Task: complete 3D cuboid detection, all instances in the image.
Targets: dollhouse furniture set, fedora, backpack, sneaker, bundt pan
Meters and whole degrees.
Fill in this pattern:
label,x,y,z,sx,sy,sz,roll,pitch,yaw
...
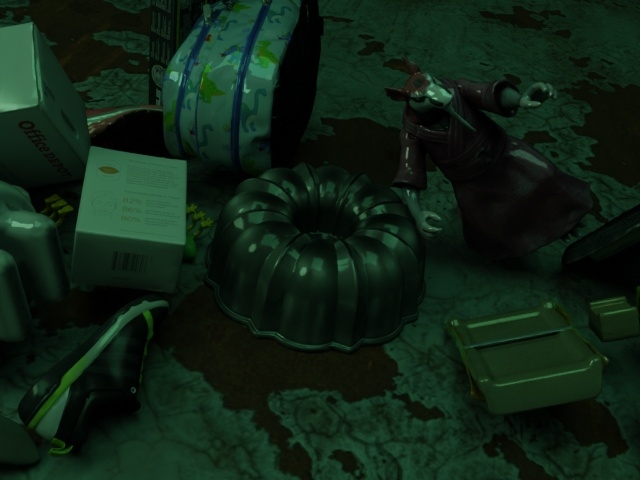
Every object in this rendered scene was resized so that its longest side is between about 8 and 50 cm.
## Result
label,x,y,z,sx,sy,sz,roll,pitch,yaw
dollhouse furniture set,0.330,0.178,0.958,0.302,0.151,0.197,-10,18,2
fedora,0.533,0.002,1.115,0.334,0.334,0.152,-24,79,-36
backpack,-0.115,-0.248,1.218,0.273,0.290,0.355,3,40,-11
sneaker,-0.370,-0.181,1.218,0.314,0.116,0.136,-14,42,-28
sneaker,-0.240,0.158,0.866,0.097,0.084,0.234,42,44,1
bundt pan,0.000,0.000,1.063,0.331,0.124,0.331,6,38,-4

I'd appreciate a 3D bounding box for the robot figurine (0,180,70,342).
label,x,y,z,sx,sy,sz,roll,pitch,yaw
robot figurine,-0.469,0.011,0.861,0.353,0.199,0.300,11,33,15

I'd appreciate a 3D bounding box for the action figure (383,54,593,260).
label,x,y,z,sx,sy,sz,roll,pitch,yaw
action figure,0.225,-0.138,1.068,0.370,0.248,0.275,43,22,-28

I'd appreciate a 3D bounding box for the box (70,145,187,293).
label,x,y,z,sx,sy,sz,roll,pitch,yaw
box,-0.242,-0.028,0.962,0.130,0.091,0.170,8,40,-15

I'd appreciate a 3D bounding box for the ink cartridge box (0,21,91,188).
label,x,y,z,sx,sy,sz,roll,pitch,yaw
ink cartridge box,-0.485,-0.152,0.987,0.307,0.223,0.129,-10,73,-3

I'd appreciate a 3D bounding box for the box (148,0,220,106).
label,x,y,z,sx,sy,sz,roll,pitch,yaw
box,-0.213,-0.371,1.368,0.060,0.270,0.216,32,43,24

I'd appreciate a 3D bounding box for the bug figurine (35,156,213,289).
label,x,y,z,sx,sy,sz,roll,pitch,yaw
bug figurine,-0.296,-0.023,1.067,0.216,0.072,0.279,39,41,23

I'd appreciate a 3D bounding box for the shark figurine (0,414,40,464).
label,x,y,z,sx,sy,sz,roll,pitch,yaw
shark figurine,-0.420,0.195,0.694,0.278,0.116,0.166,-26,74,-44
